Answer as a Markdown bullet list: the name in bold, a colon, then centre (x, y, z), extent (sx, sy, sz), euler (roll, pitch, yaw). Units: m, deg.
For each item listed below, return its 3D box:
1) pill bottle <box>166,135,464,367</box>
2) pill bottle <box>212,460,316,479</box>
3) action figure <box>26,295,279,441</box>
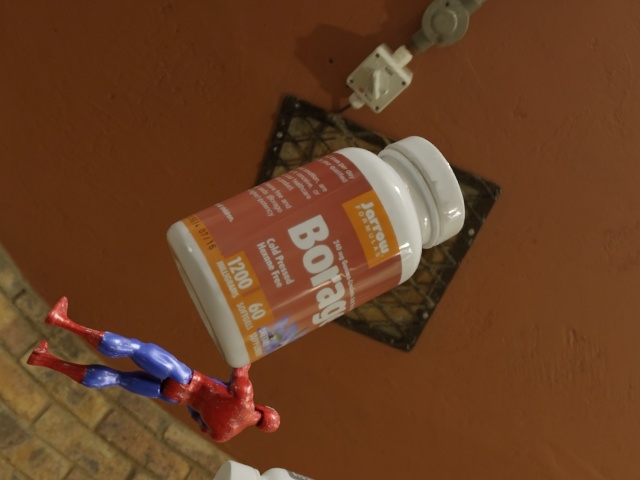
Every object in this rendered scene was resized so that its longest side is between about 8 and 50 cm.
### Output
- **pill bottle**: centre (0.000, 0.000, 0.507), extent (0.216, 0.121, 0.121), euler (-26, -67, -15)
- **pill bottle**: centre (-0.015, 0.212, 0.461), extent (0.137, 0.078, 0.078), euler (24, -58, -12)
- **action figure**: centre (-0.173, 0.144, 0.750), extent (0.280, 0.139, 0.091), euler (27, -76, -10)
